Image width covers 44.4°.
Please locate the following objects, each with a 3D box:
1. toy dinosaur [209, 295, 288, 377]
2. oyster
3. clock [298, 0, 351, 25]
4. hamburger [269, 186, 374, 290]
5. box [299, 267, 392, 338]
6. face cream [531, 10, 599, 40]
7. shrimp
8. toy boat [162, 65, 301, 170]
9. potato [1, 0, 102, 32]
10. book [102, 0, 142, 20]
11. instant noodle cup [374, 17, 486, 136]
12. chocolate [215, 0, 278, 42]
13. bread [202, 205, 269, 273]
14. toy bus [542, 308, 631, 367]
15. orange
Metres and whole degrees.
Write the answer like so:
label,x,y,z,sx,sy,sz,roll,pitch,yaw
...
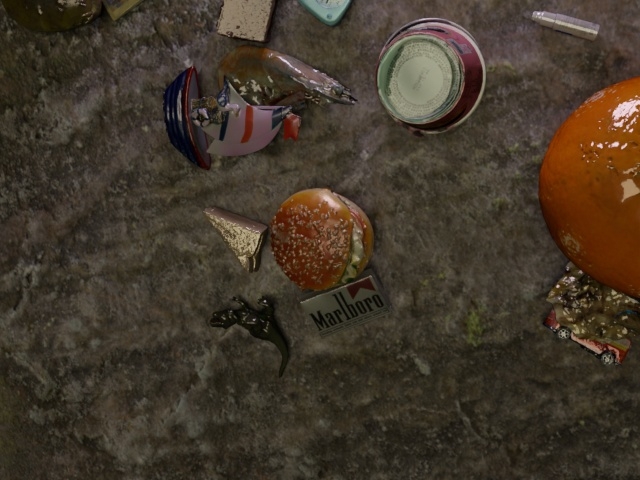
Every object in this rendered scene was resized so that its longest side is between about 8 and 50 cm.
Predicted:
label,x,y,z,sx,sy,sz,roll,pitch,yaw
toy dinosaur,-0.153,0.210,1.816,0.187,0.087,0.178,17,141,24
oyster,0.582,0.113,1.571,0.214,0.083,0.223,43,83,8
clock,0.030,-0.528,1.626,0.108,0.045,0.147,40,105,2
hamburger,-0.001,-0.004,1.676,0.237,0.147,0.236,3,100,15
box,0.055,0.142,1.729,0.178,0.036,0.115,-22,116,15
face cream,0.482,-0.427,1.551,0.130,0.034,0.034,18,103,8
shrimp,-0.080,-0.315,1.684,0.317,0.062,0.164,19,111,12
toy boat,-0.202,-0.242,1.706,0.318,0.072,0.219,24,117,8
potato,-0.598,-0.533,1.726,0.251,0.113,0.149,9,105,9
book,-0.442,-0.612,1.731,0.168,0.013,0.192,-31,92,16
instant noodle cup,0.202,-0.315,1.521,0.244,0.255,0.243,3,103,13
chocolate,-0.122,-0.570,1.623,0.112,0.112,0.321,15,103,1
bread,-0.198,-0.003,1.755,0.152,0.077,0.105,21,103,9
toy bus,0.554,0.192,1.629,0.174,0.079,0.077,30,96,6
orange,0.615,-0.103,1.411,0.424,0.326,0.423,0,84,4
